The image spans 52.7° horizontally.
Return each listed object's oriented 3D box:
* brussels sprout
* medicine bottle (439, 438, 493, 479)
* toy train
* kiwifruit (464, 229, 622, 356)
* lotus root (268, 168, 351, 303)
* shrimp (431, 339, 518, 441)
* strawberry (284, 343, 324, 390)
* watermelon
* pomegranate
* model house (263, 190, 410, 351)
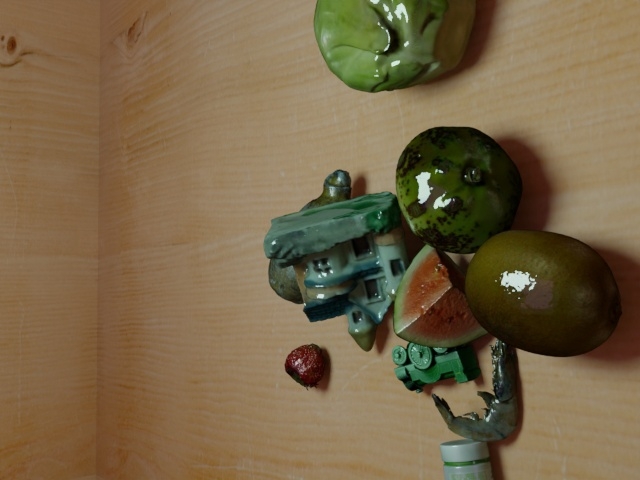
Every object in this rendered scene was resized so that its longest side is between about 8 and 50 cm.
[{"bbox_3d":[0.132,-0.443,1.242,0.328,0.247,0.327,19,117,42],"label":"brussels sprout"},{"bbox_3d":[0.267,0.450,1.141,0.086,0.086,0.183,-20,73,48],"label":"medicine bottle"},{"bbox_3d":[0.214,0.230,1.234,0.178,0.071,0.104,-29,77,44],"label":"toy train"},{"bbox_3d":[0.343,0.081,0.994,0.234,0.196,0.195,20,103,45],"label":"kiwifruit"},{"bbox_3d":[0.000,0.000,1.436,0.140,0.158,0.322,43,113,31],"label":"lotus root"},{"bbox_3d":[0.271,0.254,1.135,0.148,0.035,0.195,-1,84,14],"label":"shrimp"},{"bbox_3d":[-0.032,0.289,1.507,0.106,0.106,0.106,-4,85,50],"label":"strawberry"},{"bbox_3d":[0.214,0.096,1.170,0.145,0.193,0.137,-108,17,-55],"label":"watermelon"},{"bbox_3d":[0.212,-0.080,1.144,0.277,0.204,0.221,-14,78,49],"label":"pomegranate"},{"bbox_3d":[0.061,0.094,1.287,0.194,0.267,0.324,-82,-23,-74],"label":"model house"}]
